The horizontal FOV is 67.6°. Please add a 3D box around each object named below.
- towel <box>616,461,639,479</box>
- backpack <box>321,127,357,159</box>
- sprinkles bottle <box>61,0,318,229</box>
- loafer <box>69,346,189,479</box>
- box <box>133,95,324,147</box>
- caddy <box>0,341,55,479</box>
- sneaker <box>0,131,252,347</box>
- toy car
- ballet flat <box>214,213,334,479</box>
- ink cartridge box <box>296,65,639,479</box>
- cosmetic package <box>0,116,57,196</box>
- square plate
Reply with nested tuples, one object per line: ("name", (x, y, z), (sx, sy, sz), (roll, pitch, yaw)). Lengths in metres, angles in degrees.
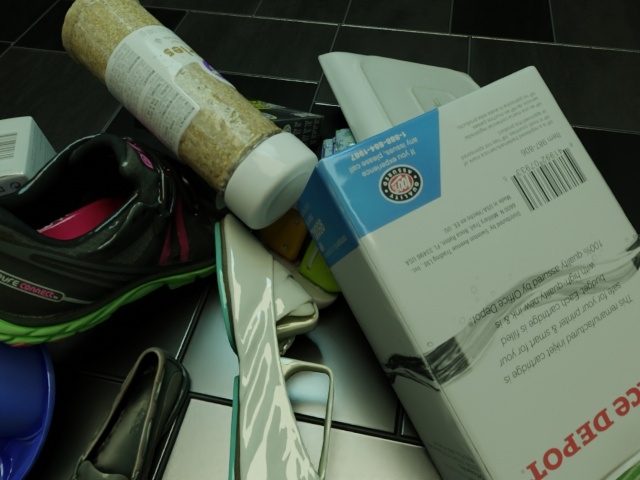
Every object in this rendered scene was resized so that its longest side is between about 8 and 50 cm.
("towel", (0.334, 0.332, 0.453), (0.325, 0.038, 0.248), (-28, 57, -37))
("backpack", (0.051, -0.123, 0.806), (0.084, 0.105, 0.114), (-13, 48, 20))
("sprinkles bottle", (-0.168, -0.171, 0.611), (0.355, 0.121, 0.121), (42, 64, 10))
("loafer", (-0.239, 0.249, 0.550), (0.096, 0.084, 0.267), (10, 55, 9))
("box", (-0.138, -0.202, 0.807), (0.217, 0.060, 0.270), (17, 21, 15))
("caddy", (-0.474, 0.172, 0.563), (0.342, 0.179, 0.241), (30, 84, 21))
("sneaker", (-0.228, -0.045, 0.639), (0.185, 0.202, 0.483), (27, 32, 14))
("toy car", (0.000, 0.000, 0.708), (0.182, 0.159, 0.136), (37, 26, 25))
("ballet flat", (-0.054, 0.143, 0.592), (0.139, 0.139, 0.399), (-8, 62, -4))
("ink cartridge box", (0.193, 0.052, 0.543), (0.286, 0.166, 0.394), (-26, 84, -16))
("cosmetic package", (-0.397, -0.048, 0.681), (0.086, 0.231, 0.117), (-13, 54, -8))
("square plate", (0.199, -0.218, 0.834), (0.345, 0.049, 0.347), (-1, 51, -23))
